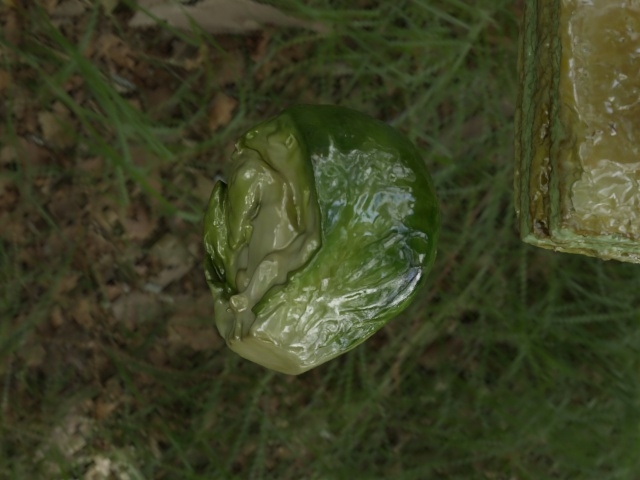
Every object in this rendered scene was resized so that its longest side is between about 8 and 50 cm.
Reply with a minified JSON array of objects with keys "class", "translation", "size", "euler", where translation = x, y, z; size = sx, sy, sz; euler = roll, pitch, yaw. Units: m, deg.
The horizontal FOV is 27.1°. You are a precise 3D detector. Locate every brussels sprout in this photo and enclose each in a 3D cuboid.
[{"class":"brussels sprout","translation":[0.007,0.001,0.893],"size":[0.145,0.131,0.183],"euler":[11,84,-36]}]

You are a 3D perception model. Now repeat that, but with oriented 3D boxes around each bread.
[{"class":"bread","translation":[0.204,-0.084,0.874],"size":[0.138,0.102,0.196],"euler":[4,87,-4]}]
